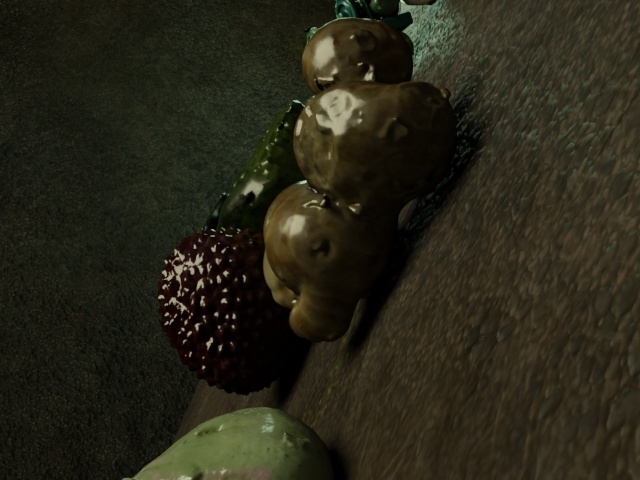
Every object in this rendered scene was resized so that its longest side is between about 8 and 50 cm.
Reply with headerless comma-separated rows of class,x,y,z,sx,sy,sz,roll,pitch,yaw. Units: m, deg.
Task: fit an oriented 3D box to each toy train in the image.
toy train,0.079,-0.354,1.609,0.120,0.194,0.298,-23,0,-22

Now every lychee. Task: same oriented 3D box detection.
lychee,-0.127,0.113,1.308,0.271,0.271,0.271,-63,8,16

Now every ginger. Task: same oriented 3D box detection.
ginger,0.033,-0.063,0.977,0.256,0.176,0.375,36,114,59

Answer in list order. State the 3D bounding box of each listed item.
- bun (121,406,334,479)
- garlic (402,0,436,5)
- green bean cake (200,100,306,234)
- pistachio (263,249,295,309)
bun,-0.119,0.292,0.832,0.293,0.187,0.293,-157,90,-84
garlic,0.183,-0.492,1.564,0.196,0.101,0.087,-61,-25,-45
green bean cake,-0.081,-0.072,1.609,0.319,0.218,0.335,-59,11,34
pistachio,0.000,0.000,1.164,0.215,0.144,0.144,-61,5,-30
